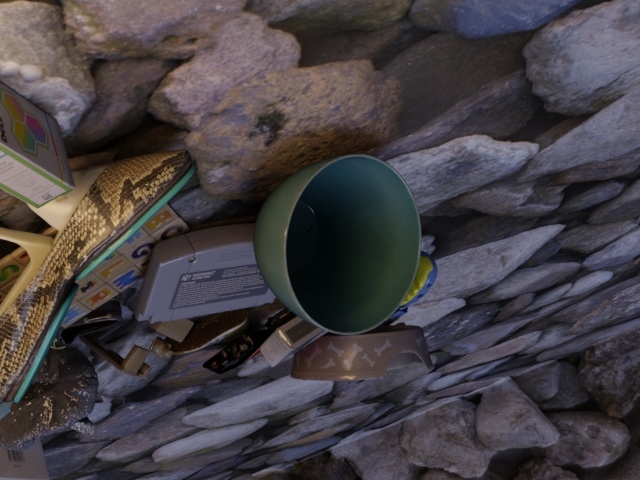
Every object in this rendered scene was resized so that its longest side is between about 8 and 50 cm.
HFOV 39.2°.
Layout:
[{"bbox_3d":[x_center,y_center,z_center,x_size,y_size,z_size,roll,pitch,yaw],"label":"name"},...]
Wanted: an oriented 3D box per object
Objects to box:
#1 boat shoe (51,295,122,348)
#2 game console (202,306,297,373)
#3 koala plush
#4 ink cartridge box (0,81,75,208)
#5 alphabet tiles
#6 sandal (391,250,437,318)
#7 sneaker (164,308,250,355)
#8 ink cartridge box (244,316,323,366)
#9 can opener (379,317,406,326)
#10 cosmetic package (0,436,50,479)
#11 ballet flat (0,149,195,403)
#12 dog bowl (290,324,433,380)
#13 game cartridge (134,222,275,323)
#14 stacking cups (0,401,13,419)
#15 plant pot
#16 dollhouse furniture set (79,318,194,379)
[{"bbox_3d":[-0.472,0.158,1.649,0.227,0.069,0.081,-24,157,6],"label":"boat shoe"},{"bbox_3d":[-0.094,0.187,2.018,0.361,0.044,0.213,-35,172,6],"label":"game console"},{"bbox_3d":[-0.507,0.303,1.766,0.203,0.196,0.221,-14,164,2],"label":"koala plush"},{"bbox_3d":[-0.383,-0.128,1.063,0.062,0.109,0.209,-27,156,10],"label":"ink cartridge box"},{"bbox_3d":[-0.383,0.041,1.464,0.342,0.011,0.285,-33,156,-3],"label":"alphabet tiles"},{"bbox_3d":[0.178,0.103,2.035,0.138,0.126,0.317,-9,163,-29],"label":"sandal"},{"bbox_3d":[-0.240,0.211,1.963,0.192,0.064,0.086,-23,152,-4],"label":"sneaker"},{"bbox_3d":[-0.017,0.190,1.984,0.275,0.060,0.239,-30,169,-32],"label":"ink cartridge box"},{"bbox_3d":[0.098,0.283,2.365,0.283,0.095,0.076,-35,153,14],"label":"can opener"},{"bbox_3d":[-0.801,0.537,2.096,0.224,0.138,0.224,-28,155,12],"label":"cosmetic package"},{"bbox_3d":[-0.386,0.024,1.280,0.483,0.182,0.164,-50,-167,13],"label":"ballet flat"},{"bbox_3d":[0.096,0.267,2.172,0.348,0.102,0.349,-4,178,0],"label":"dog bowl"},{"bbox_3d":[-0.176,0.054,1.623,0.297,0.062,0.198,-7,136,-33],"label":"game cartridge"},{"bbox_3d":[-0.663,0.374,1.935,0.316,0.096,0.096,-20,157,3],"label":"stacking cups"},{"bbox_3d":[0.000,0.000,1.514,0.290,0.290,0.195,-2,-174,-38],"label":"plant pot"},{"bbox_3d":[-0.375,0.187,1.848,0.151,0.123,0.144,-57,156,-6],"label":"dollhouse furniture set"}]
